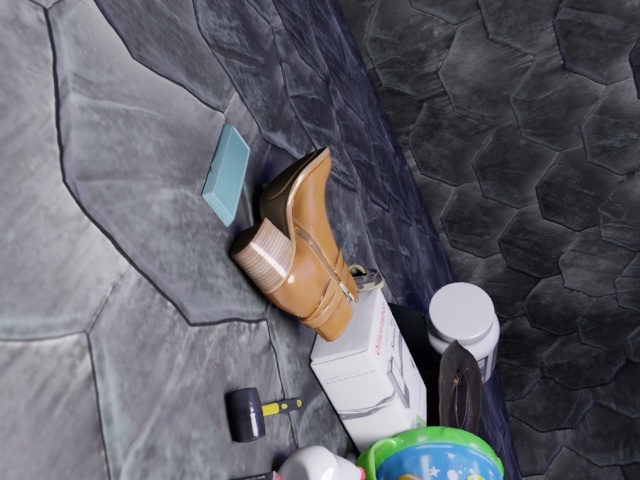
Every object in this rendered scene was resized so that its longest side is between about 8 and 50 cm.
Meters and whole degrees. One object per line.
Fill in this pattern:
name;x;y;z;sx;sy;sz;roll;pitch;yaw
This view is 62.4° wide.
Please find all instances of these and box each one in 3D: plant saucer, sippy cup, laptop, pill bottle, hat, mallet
plant saucer;-0.140;-0.108;0.819;0.067;0.018;0.192;56;24;-37
sippy cup;0.195;0.464;0.843;0.224;0.305;0.240;-85;177;-61
laptop;0.236;0.320;1.451;0.264;0.136;0.234;89;-3;-59
pill bottle;0.416;0.285;1.560;0.363;0.210;0.210;70;13;-53
hat;0.281;0.395;1.248;0.331;0.133;0.332;18;68;-57
mallet;-0.062;0.234;0.703;0.189;0.039;0.062;41;34;-61

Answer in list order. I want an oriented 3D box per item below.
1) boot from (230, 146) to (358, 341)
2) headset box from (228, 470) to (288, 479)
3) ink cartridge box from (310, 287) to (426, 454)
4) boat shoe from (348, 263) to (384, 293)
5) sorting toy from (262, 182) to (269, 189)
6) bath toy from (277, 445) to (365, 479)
boot;0.000;0.000;0.853;0.220;0.109;0.283;46;44;-23
headset box;-0.063;0.293;0.600;0.083;0.062;0.032;54;26;-39
ink cartridge box;0.101;0.258;0.991;0.273;0.114;0.198;64;21;-21
boat shoe;0.084;0.087;1.153;0.223;0.080;0.074;-31;107;-65
sorting toy;-0.037;0.017;0.952;0.193;0.038;0.208;37;39;-58
bath toy;0.056;0.403;0.609;0.129;0.151;0.348;15;30;-40
